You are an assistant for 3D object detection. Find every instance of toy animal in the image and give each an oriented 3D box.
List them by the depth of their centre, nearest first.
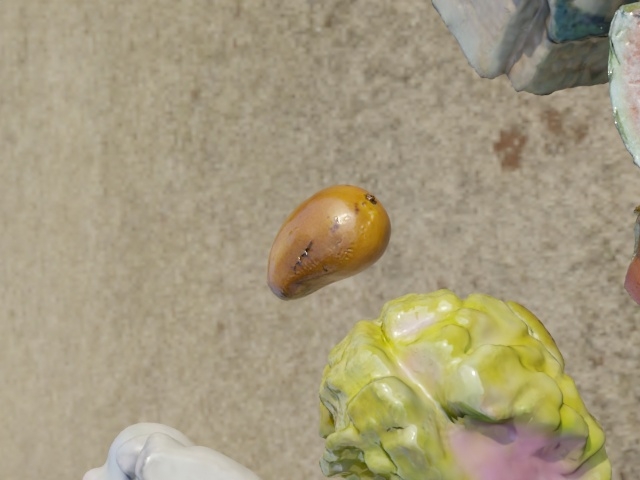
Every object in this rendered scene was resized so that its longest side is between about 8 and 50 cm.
[{"bbox_3d":[-0.142,0.314,1.232,0.196,0.241,0.367,-63,17,-14],"label":"toy animal"}]

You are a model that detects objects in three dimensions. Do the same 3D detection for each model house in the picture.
[{"bbox_3d":[0.248,-0.348,1.187,0.284,0.243,0.298,106,144,-53],"label":"model house"}]

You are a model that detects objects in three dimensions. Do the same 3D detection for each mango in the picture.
[{"bbox_3d":[-0.001,-0.002,1.233,0.159,0.084,0.105,-27,55,24],"label":"mango"}]

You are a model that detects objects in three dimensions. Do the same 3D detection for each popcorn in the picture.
[{"bbox_3d":[0.065,0.091,0.549,0.125,0.145,0.126,-52,14,25],"label":"popcorn"}]

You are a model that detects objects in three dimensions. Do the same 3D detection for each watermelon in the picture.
[{"bbox_3d":[0.338,-0.134,1.048,0.139,0.071,0.187,-16,85,30],"label":"watermelon"}]

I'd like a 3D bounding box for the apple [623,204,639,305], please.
[{"bbox_3d":[0.389,0.026,1.198,0.147,0.156,0.158,30,164,32],"label":"apple"}]
